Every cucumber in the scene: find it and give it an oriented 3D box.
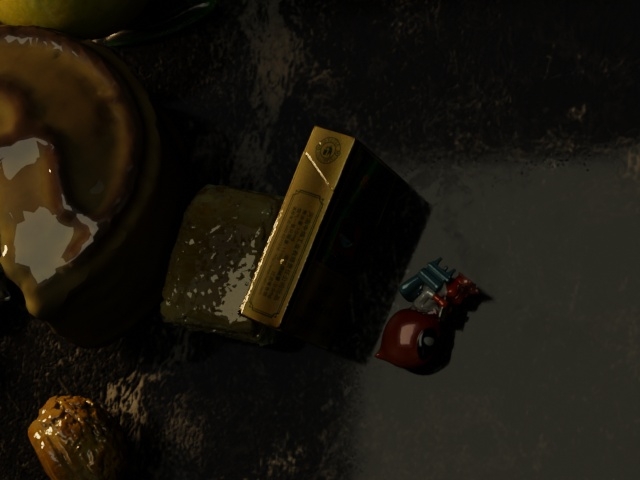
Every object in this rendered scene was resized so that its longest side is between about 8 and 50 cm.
[{"bbox_3d":[-0.221,-0.294,1.739,0.184,0.033,0.036,-15,90,19],"label":"cucumber"}]

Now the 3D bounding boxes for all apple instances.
[{"bbox_3d":[-0.331,-0.370,1.690,0.261,0.261,0.194,11,112,23],"label":"apple"}]

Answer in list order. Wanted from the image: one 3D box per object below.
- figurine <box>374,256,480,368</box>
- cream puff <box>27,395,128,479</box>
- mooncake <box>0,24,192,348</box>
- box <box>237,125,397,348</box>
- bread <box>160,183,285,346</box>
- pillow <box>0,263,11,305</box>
[{"bbox_3d":[0.118,0.090,1.494,0.075,0.068,0.140,37,90,22],"label":"figurine"},{"bbox_3d":[-0.296,0.256,1.585,0.103,0.126,0.144,-34,76,-7],"label":"cream puff"},{"bbox_3d":[-0.373,-0.071,1.611,0.394,0.246,0.393,0,72,9],"label":"mooncake"},{"bbox_3d":[0.000,0.000,1.513,0.071,0.159,0.240,20,86,26],"label":"box"},{"bbox_3d":[-0.107,0.025,1.580,0.138,0.102,0.196,13,81,21],"label":"bread"},{"bbox_3d":[-0.453,-0.007,1.749,0.093,0.051,0.241,-18,68,11],"label":"pillow"}]
